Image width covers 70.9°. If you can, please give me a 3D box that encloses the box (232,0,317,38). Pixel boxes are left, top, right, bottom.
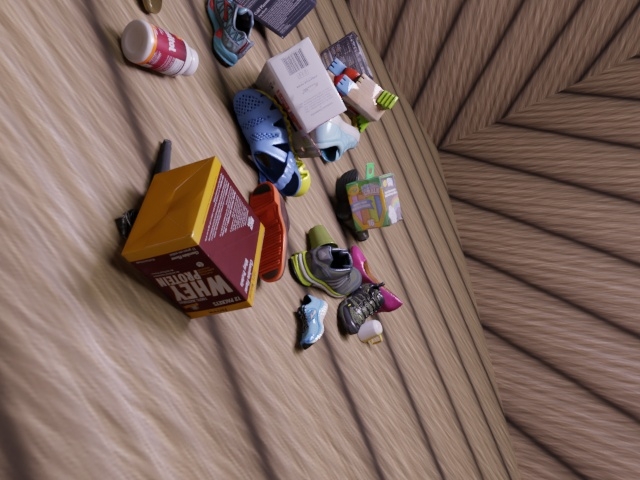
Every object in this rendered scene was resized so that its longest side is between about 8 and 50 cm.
[{"bbox_3d":[-0.200,-0.908,1.469,0.312,0.179,0.343,16,54,-43],"label":"box"}]

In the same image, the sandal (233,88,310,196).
[{"bbox_3d":[-0.137,-0.250,1.183,0.317,0.126,0.138,61,31,-8],"label":"sandal"}]

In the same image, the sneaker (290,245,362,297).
[{"bbox_3d":[0.049,0.085,1.250,0.300,0.121,0.111,20,52,-56],"label":"sneaker"}]

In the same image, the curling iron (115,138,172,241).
[{"bbox_3d":[-0.308,-0.101,0.830,0.068,0.035,0.274,44,34,-38],"label":"curling iron"}]

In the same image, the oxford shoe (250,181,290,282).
[{"bbox_3d":[-0.105,-0.014,1.079,0.098,0.096,0.271,43,34,-50],"label":"oxford shoe"}]

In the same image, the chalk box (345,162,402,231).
[{"bbox_3d":[0.176,-0.152,1.511,0.132,0.132,0.213,-23,101,-58],"label":"chalk box"}]

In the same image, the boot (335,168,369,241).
[{"bbox_3d":[0.124,-0.125,1.629,0.161,0.083,0.247,48,39,-42],"label":"boot"}]

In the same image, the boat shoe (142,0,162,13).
[{"bbox_3d":[-0.408,-0.592,1.044,0.056,0.048,0.153,5,71,-74],"label":"boat shoe"}]

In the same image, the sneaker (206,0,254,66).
[{"bbox_3d":[-0.239,-0.622,1.280,0.104,0.125,0.262,20,52,-56],"label":"sneaker"}]

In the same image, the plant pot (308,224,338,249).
[{"bbox_3d":[0.000,0.000,1.291,0.083,0.083,0.079,27,34,-52],"label":"plant pot"}]

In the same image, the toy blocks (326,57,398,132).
[{"bbox_3d":[0.104,-0.564,1.694,0.261,0.191,0.381,36,4,-16],"label":"toy blocks"}]

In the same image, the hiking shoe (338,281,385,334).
[{"bbox_3d":[0.127,0.186,1.323,0.086,0.114,0.227,57,28,-17],"label":"hiking shoe"}]

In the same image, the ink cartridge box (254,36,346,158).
[{"bbox_3d":[-0.051,-0.381,1.276,0.272,0.130,0.309,60,-7,-16],"label":"ink cartridge box"}]

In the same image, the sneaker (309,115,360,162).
[{"bbox_3d":[0.043,-0.353,1.633,0.366,0.135,0.150,2,96,-66],"label":"sneaker"}]

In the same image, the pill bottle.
[{"bbox_3d":[-0.338,-0.404,0.964,0.152,0.086,0.086,-8,77,-64],"label":"pill bottle"}]

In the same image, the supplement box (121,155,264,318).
[{"bbox_3d":[-0.206,-0.001,0.790,0.194,0.129,0.191,60,24,-44],"label":"supplement box"}]

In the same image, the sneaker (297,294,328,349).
[{"bbox_3d":[-0.033,0.196,1.098,0.073,0.063,0.162,37,31,-17],"label":"sneaker"}]

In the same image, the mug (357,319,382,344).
[{"bbox_3d":[0.155,0.272,1.361,0.078,0.064,0.062,39,37,-44],"label":"mug"}]

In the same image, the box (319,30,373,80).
[{"bbox_3d":[0.115,-0.780,2.009,0.056,0.183,0.231,4,65,-60],"label":"box"}]

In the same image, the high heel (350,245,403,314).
[{"bbox_3d":[0.180,0.118,1.473,0.082,0.117,0.244,8,62,-60],"label":"high heel"}]
